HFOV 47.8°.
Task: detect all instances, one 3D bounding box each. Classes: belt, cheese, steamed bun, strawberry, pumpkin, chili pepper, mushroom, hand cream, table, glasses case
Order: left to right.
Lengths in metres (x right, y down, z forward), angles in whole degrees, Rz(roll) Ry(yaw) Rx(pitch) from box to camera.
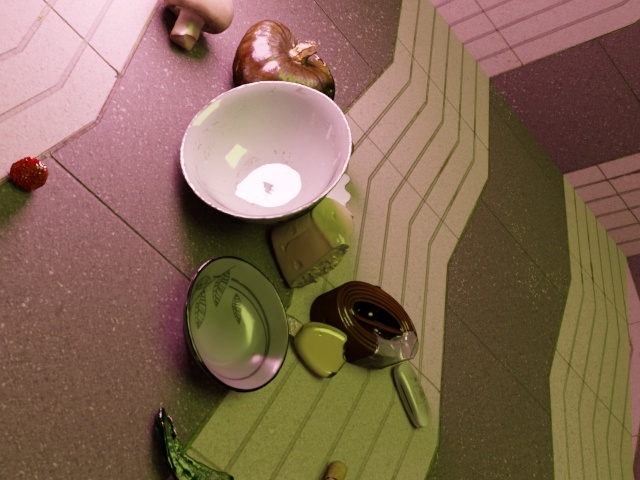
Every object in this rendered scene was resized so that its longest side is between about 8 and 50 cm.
[{"bbox_3d":[-0.582,-0.139,1.460,0.073,0.083,0.073,31,50,-46],"label":"strawberry"},{"bbox_3d":[-0.341,-0.616,1.956,0.204,0.204,0.204,26,51,-37],"label":"mushroom"},{"bbox_3d":[-0.253,0.470,1.491,0.279,0.065,0.122,46,45,-15],"label":"chili pepper"},{"bbox_3d":[-0.114,-0.472,2.051,0.325,0.242,0.232,42,35,-3],"label":"pumpkin"},{"bbox_3d":[-0.037,0.242,1.856,0.255,0.127,0.050,40,0,-13],"label":"cheese"},{"bbox_3d":[0.000,0.000,1.925,0.170,0.225,0.200,-10,75,-51],"label":"steamed bun"},{"bbox_3d":[0.006,-0.126,2.074,0.166,0.166,0.198,33,39,-33],"label":"table"},{"bbox_3d":[0.017,0.608,1.720,0.084,0.084,0.203,51,32,-15],"label":"hand cream"},{"bbox_3d":[0.132,0.241,2.021,0.338,0.122,0.217,29,48,-36],"label":"belt"},{"bbox_3d":[0.271,0.452,2.114,0.074,0.049,0.193,-13,78,-51],"label":"glasses case"}]

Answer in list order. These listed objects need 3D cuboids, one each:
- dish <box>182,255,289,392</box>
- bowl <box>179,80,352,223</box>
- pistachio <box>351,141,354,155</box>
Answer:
[{"bbox_3d":[-0.216,0.200,1.663,0.316,0.106,0.317,26,53,-40],"label":"dish"},{"bbox_3d":[-0.128,-0.184,1.853,0.196,0.434,0.435,82,9,-57],"label":"bowl"},{"bbox_3d":[0.011,-0.303,2.207,0.210,0.130,0.165,20,93,-36],"label":"pistachio"}]
